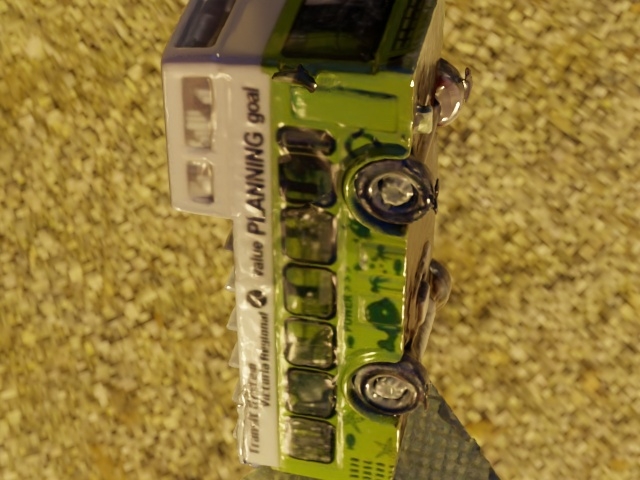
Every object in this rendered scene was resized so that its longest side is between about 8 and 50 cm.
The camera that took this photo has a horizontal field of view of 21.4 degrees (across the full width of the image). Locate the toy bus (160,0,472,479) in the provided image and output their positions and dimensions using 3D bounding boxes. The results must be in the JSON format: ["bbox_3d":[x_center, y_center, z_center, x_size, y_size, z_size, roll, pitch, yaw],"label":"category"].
[{"bbox_3d":[0.000,0.000,0.906,0.139,0.113,0.302,8,131,10],"label":"toy bus"}]

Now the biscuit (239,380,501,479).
[{"bbox_3d":[0.003,0.202,1.082,0.252,0.052,0.150,-29,76,-18],"label":"biscuit"}]
